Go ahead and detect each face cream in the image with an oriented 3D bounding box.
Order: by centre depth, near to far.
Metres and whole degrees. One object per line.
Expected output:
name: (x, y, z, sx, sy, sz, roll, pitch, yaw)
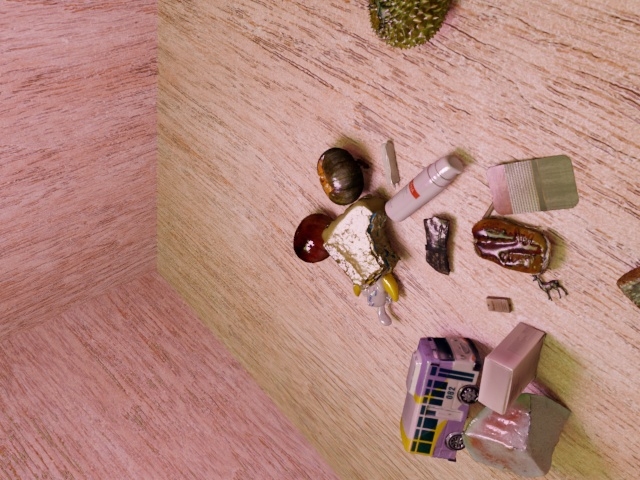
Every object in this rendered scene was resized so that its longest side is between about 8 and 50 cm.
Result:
face cream: (0.361, -0.183, 1.720, 0.102, 0.102, 0.345, 55, 141, 8)

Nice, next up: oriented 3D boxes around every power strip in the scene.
power strip: (0.260, -0.278, 1.816, 0.030, 0.048, 0.191, 10, 119, 50)

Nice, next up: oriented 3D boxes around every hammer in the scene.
hammer: (0.571, -0.133, 1.587, 0.062, 0.017, 0.182, 43, 140, 21)

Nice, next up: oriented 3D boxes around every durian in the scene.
durian: (0.246, -0.692, 1.430, 0.291, 0.225, 0.291, 32, 140, 32)

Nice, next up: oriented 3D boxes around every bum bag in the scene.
bum bag: (0.428, 0.017, 1.796, 0.102, 0.069, 0.247, 8, 121, 28)

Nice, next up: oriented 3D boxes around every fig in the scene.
fig: (-0.018, -0.002, 2.169, 0.235, 0.234, 0.214, -1, 149, 48)

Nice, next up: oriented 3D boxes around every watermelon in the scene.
watermelon: (0.697, 0.696, 1.695, 0.387, 0.258, 0.228, -32, 121, 13)

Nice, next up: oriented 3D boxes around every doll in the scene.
doll: (0.238, 0.213, 2.097, 0.237, 0.111, 0.252, 33, 125, 29)

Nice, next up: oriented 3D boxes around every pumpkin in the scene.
pumpkin: (0.082, -0.252, 1.925, 0.238, 0.159, 0.237, 159, 90, -85)

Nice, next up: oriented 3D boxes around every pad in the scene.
pad: (0.598, -0.224, 1.443, 0.250, 0.055, 0.323, -5, 128, 42)

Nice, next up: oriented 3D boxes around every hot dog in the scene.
hot dog: (0.612, 0.020, 1.579, 0.271, 0.082, 0.162, 20, 122, 38)

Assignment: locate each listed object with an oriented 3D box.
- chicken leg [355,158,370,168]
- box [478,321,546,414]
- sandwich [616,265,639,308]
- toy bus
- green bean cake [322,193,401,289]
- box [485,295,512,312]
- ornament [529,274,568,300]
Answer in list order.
chicken leg: (0.163, -0.306, 1.927, 0.083, 0.021, 0.036, 30, 153, 35)
box: (0.652, 0.430, 1.656, 0.106, 0.252, 0.203, 25, 130, 38)
sandwich: (0.971, 0.125, 1.237, 0.271, 0.099, 0.301, 49, 139, 15)
toy bus: (0.451, 0.592, 1.879, 0.250, 0.209, 0.439, 9, 107, 1)
green bean cake: (0.200, -0.003, 1.940, 0.285, 0.202, 0.309, -38, 84, 33)
box: (0.633, 0.227, 1.735, 0.083, 0.024, 0.053, 1, 113, 49)
ornament: (0.728, 0.135, 1.570, 0.125, 0.028, 0.073, 56, 142, 3)
